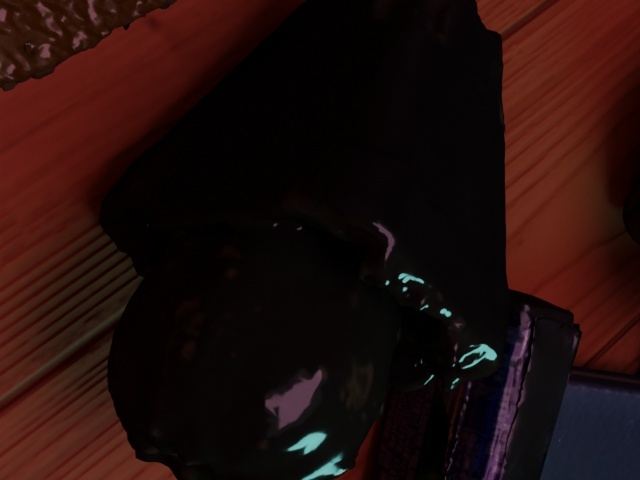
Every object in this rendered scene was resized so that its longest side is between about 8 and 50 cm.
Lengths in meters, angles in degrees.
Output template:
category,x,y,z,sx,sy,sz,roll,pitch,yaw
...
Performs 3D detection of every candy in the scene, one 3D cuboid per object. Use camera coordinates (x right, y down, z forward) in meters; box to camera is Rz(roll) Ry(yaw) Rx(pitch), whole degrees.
category,x,y,z,sx,sy,sz,roll,pitch,yaw
candy,0.064,0.177,0.804,0.061,0.088,0.312,10,96,-44

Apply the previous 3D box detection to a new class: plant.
category,x,y,z,sx,sy,sz,roll,pitch,yaw
plant,0.000,0.000,0.643,0.142,0.164,0.256,52,56,-40

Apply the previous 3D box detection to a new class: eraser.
category,x,y,z,sx,sy,sz,roll,pitch,yaw
eraser,0.203,0.131,0.926,0.225,0.036,0.082,10,103,-32

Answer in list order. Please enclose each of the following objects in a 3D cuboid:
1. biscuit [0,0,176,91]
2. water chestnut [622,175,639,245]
category,x,y,z,sx,sy,sz,roll,pitch,yaw
biscuit,-0.107,-0.137,0.586,0.206,0.025,0.126,-33,124,-34
water chestnut,0.322,-0.020,0.894,0.238,0.224,0.224,-11,113,-9
